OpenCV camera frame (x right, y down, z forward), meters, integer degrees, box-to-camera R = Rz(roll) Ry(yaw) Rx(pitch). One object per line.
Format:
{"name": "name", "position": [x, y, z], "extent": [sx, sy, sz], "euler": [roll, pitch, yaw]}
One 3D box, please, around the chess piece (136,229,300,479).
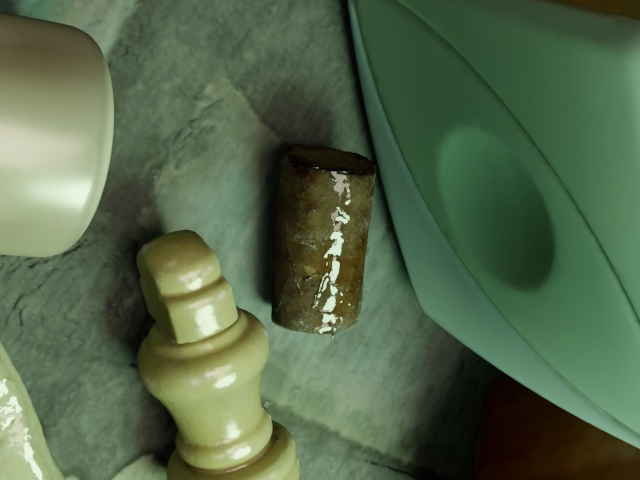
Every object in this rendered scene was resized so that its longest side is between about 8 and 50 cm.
{"name": "chess piece", "position": [-0.065, 0.173, 1.012], "extent": [0.117, 0.117, 0.397], "euler": [-24, 117, -25]}

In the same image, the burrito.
{"name": "burrito", "position": [-0.230, 0.128, 0.913], "extent": [0.082, 0.059, 0.275], "euler": [-19, 117, -12]}

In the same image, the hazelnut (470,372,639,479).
{"name": "hazelnut", "position": [0.294, 0.227, 1.128], "extent": [0.366, 0.366, 0.365], "euler": [-12, 113, -30]}

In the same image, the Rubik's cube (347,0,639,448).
{"name": "Rubik's cube", "position": [0.263, -0.090, 0.986], "extent": [0.352, 0.347, 0.351], "euler": [-29, 121, -23]}

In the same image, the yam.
{"name": "yam", "position": [0.001, 0.000, 1.013], "extent": [0.079, 0.079, 0.141], "euler": [-6, 112, -32]}

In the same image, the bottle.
{"name": "bottle", "position": [-0.255, -0.071, 0.774], "extent": [0.237, 0.147, 0.147], "euler": [6, 103, -31]}
